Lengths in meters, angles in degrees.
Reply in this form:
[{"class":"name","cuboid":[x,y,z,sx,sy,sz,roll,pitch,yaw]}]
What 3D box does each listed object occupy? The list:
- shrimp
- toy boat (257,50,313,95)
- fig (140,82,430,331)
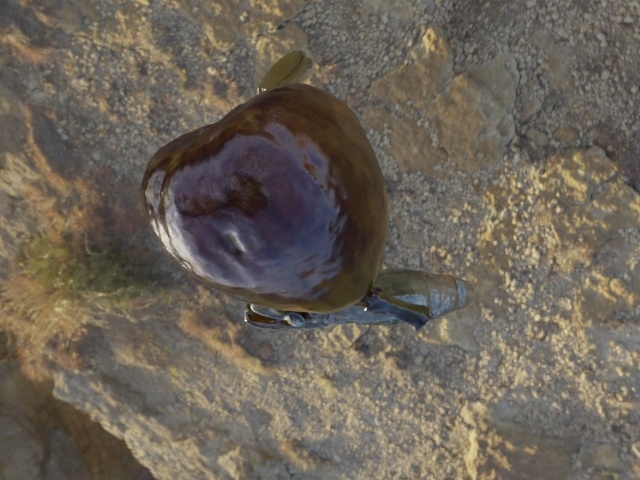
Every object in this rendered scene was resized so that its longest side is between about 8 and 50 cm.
[{"class":"shrimp","cuboid":[0.077,0.091,0.982,0.221,0.446,0.109,-1,87,56]},{"class":"toy boat","cuboid":[-0.061,-0.281,0.980,0.047,0.149,0.049,24,148,20]},{"class":"fig","cuboid":[0.000,-0.002,0.449,0.170,0.145,0.274,-32,127,23]}]
